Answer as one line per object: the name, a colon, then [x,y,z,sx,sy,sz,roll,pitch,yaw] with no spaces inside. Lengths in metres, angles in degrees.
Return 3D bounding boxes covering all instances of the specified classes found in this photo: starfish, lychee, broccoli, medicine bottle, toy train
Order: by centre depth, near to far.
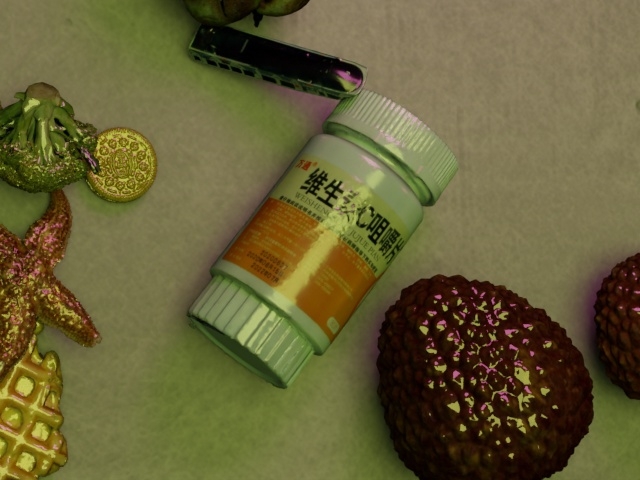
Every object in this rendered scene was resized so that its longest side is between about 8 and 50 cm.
starfish: [-0.326,0.031,1.866,0.227,0.043,0.240,27,56,-13]
broccoli: [-0.303,-0.109,1.876,0.130,0.131,0.120,0,125,-14]
lychee: [0.172,0.162,1.930,0.236,0.236,0.271,-37,102,-14]
medicine bottle: [0.000,0.000,1.931,0.158,0.158,0.318,39,78,-10]
toy train: [-0.045,-0.196,1.942,0.207,0.047,0.043,17,70,17]
lychee: [0.405,0.097,2.034,0.188,0.188,0.188,1,86,-15]

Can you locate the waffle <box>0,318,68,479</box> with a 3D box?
waffle: [-0.393,0.173,1.869,0.245,0.052,0.254,-16,91,-15]

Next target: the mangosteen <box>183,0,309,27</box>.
mangosteen: [-0.090,-0.348,1.909,0.243,0.243,0.243,1,86,-15]

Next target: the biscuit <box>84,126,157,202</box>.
biscuit: [-0.222,-0.083,1.945,0.084,0.023,0.084,2,84,-16]
